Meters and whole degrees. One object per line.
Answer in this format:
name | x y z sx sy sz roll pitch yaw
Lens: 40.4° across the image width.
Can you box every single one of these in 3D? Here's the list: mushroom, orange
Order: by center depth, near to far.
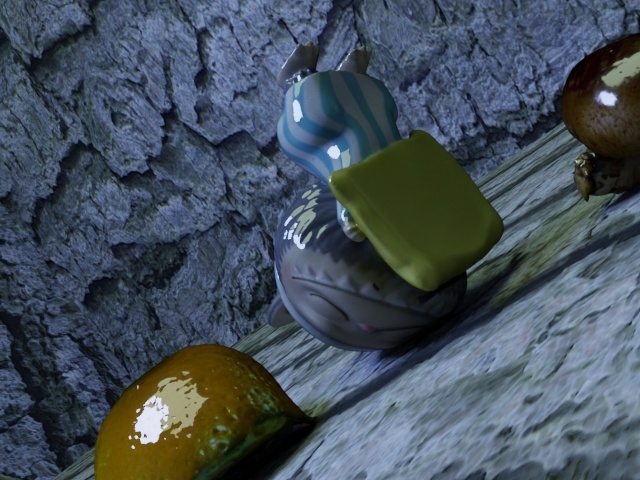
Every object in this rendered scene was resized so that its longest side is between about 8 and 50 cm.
mushroom | 0.393 -0.174 1.011 0.278 0.163 0.297 -36 3 10
orange | -0.168 0.249 1.092 0.262 0.196 0.334 -50 9 -2

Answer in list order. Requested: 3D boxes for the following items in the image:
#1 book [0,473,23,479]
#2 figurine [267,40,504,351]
book | -0.642 0.554 1.440 0.379 0.031 0.264 -56 -11 -19
figurine | 0.000 0.000 1.160 0.266 0.361 0.377 -5 -30 -47
